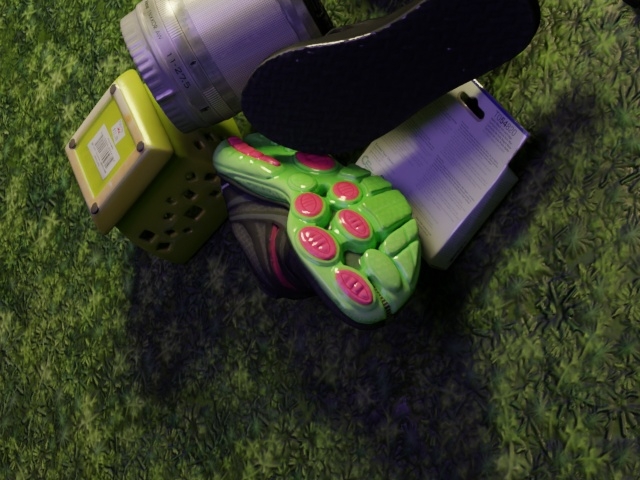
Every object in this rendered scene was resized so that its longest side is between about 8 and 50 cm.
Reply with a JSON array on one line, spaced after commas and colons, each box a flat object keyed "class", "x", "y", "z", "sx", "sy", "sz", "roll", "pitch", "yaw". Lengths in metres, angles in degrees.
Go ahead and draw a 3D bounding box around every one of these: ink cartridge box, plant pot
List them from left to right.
[{"class": "plant pot", "x": -0.269, "y": -0.125, "z": 2.075, "sx": 0.227, "sy": 0.207, "sz": 0.228, "roll": -47, "pitch": 52, "yaw": 25}, {"class": "ink cartridge box", "x": 0.168, "y": -0.113, "z": 1.750, "sx": 0.224, "sy": 0.045, "sz": 0.223, "roll": -53, "pitch": 48, "yaw": 20}]

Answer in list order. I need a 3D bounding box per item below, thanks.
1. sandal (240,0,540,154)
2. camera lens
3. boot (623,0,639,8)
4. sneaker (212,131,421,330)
[{"class": "sandal", "x": 0.095, "y": -0.240, "z": 1.742, "sx": 0.445, "sy": 0.168, "sz": 0.107, "roll": -19, "pitch": 21, "yaw": 29}, {"class": "camera lens", "x": -0.131, "y": -0.310, "z": 1.927, "sx": 0.274, "sy": 0.219, "sz": 0.219, "roll": -28, "pitch": 57, "yaw": 7}, {"class": "boot", "x": 0.384, "y": -0.423, "z": 1.598, "sx": 0.161, "sy": 0.083, "sz": 0.246, "roll": -35, "pitch": 58, "yaw": 27}, {"class": "sneaker", "x": 0.000, "y": 0.000, "z": 1.801, "sx": 0.483, "sy": 0.185, "sz": 0.202, "roll": -133, "pitch": 32, "yaw": -55}]
